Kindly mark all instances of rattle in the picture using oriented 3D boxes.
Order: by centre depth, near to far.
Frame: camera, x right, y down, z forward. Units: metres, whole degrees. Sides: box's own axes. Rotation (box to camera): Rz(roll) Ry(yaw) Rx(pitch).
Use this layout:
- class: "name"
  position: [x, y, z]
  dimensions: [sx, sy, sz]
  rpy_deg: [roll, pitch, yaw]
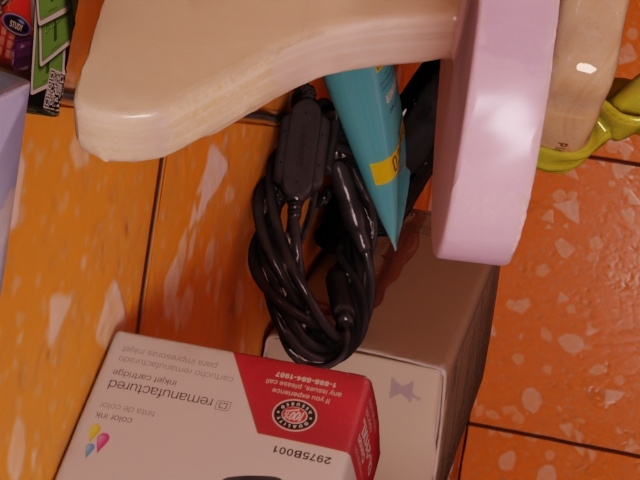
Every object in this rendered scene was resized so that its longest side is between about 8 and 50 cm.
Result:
- class: "rattle"
  position: [0.153, -0.121, 0.661]
  dimensions: [0.130, 0.143, 0.199]
  rpy_deg: [71, 28, -55]

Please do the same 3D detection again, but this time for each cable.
- class: "cable"
  position: [0.000, 0.000, 0.987]
  dimensions: [0.150, 0.047, 0.184]
  rpy_deg: [54, 36, -59]

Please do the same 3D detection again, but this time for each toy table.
- class: "toy table"
  position: [0.007, -0.123, 0.613]
  dimensions: [0.274, 0.161, 0.252]
  rpy_deg: [-81, 178, -50]

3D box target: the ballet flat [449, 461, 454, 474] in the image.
- class: "ballet flat"
  position: [0.063, 0.225, 1.403]
  dimensions: [0.107, 0.106, 0.316]
  rpy_deg: [16, 84, -79]

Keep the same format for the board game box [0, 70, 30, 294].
- class: "board game box"
  position: [-0.137, 0.071, 0.392]
  dimensions: [0.160, 0.039, 0.211]
  rpy_deg: [-48, 151, -66]

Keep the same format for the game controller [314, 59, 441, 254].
- class: "game controller"
  position: [0.074, -0.099, 1.222]
  dimensions: [0.319, 0.067, 0.166]
  rpy_deg: [-56, 169, -66]

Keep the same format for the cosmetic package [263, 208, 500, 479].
- class: "cosmetic package"
  position: [0.051, 0.091, 1.170]
  dimensions: [0.296, 0.129, 0.153]
  rpy_deg: [-53, 152, -68]

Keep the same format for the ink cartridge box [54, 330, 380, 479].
- class: "ink cartridge box"
  position: [-0.055, 0.139, 0.682]
  dimensions: [0.072, 0.127, 0.175]
  rpy_deg: [85, 19, -51]

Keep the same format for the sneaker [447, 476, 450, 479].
- class: "sneaker"
  position: [0.115, 0.214, 1.649]
  dimensions: [0.292, 0.108, 0.169]
  rpy_deg: [75, 30, -62]

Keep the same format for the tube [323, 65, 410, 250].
- class: "tube"
  position: [0.026, -0.096, 0.953]
  dimensions: [0.080, 0.052, 0.207]
  rpy_deg: [-71, 151, -45]

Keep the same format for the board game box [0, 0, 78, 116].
- class: "board game box"
  position: [-0.116, -0.116, 0.422]
  dimensions: [0.260, 0.030, 0.136]
  rpy_deg: [9, 89, -79]
